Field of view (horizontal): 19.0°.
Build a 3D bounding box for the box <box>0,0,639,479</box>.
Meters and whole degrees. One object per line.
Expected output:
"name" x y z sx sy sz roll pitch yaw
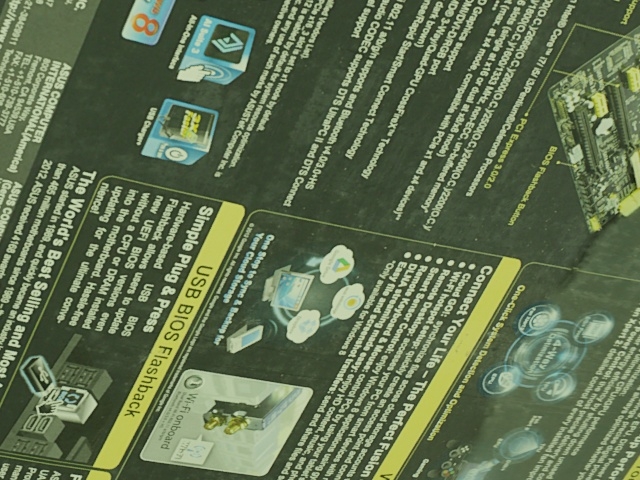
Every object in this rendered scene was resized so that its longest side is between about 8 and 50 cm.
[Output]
"box" 0.000 0.000 0.633 0.318 0.097 0.395 12 123 -25
